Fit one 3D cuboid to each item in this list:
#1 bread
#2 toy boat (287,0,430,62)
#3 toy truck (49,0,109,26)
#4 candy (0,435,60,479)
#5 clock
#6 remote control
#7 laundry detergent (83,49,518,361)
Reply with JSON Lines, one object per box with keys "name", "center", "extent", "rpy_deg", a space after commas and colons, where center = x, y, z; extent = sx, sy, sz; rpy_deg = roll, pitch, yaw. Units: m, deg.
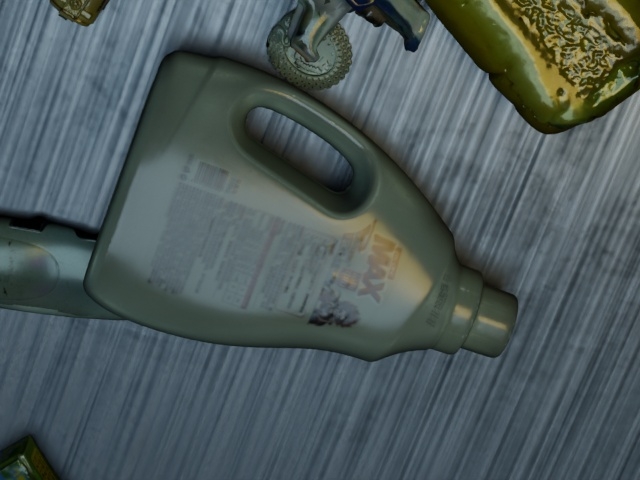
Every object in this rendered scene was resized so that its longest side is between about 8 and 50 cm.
{"name": "bread", "center": [0.155, -0.271, 1.727], "extent": [0.166, 0.112, 0.383], "rpy_deg": [-40, 102, 9]}
{"name": "toy boat", "center": [-0.019, -0.252, 1.729], "extent": [0.115, 0.114, 0.262], "rpy_deg": [-42, 98, 0]}
{"name": "toy truck", "center": [-0.199, -0.258, 1.762], "extent": [0.052, 0.063, 0.123], "rpy_deg": [33, 105, -8]}
{"name": "candy", "center": [-0.350, 0.288, 1.934], "extent": [0.194, 0.062, 0.097], "rpy_deg": [-31, 105, 9]}
{"name": "clock", "center": [-0.009, -0.180, 1.811], "extent": [0.083, 0.010, 0.074], "rpy_deg": [41, 103, -12]}
{"name": "remote control", "center": [-0.282, 0.026, 1.861], "extent": [0.256, 0.045, 0.097], "rpy_deg": [7, 107, -4]}
{"name": "laundry detergent", "center": [0.000, 0.000, 1.806], "extent": [0.397, 0.125, 0.264], "rpy_deg": [20, 94, -7]}
